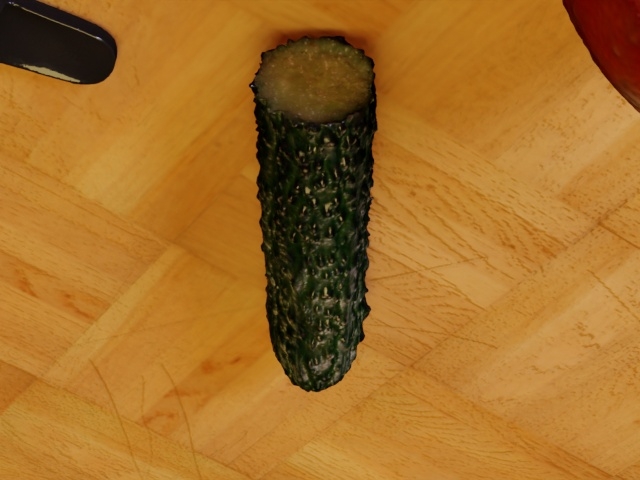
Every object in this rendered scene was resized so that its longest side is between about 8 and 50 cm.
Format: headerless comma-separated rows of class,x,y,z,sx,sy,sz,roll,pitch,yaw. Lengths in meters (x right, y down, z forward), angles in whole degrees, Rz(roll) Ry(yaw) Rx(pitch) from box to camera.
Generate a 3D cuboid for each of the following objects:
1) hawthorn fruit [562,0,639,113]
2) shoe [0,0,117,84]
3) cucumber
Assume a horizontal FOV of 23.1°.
hawthorn fruit,0.255,-0.161,0.867,0.254,0.300,0.254,-14,156,-6
shoe,-0.238,-0.147,1.141,0.179,0.049,0.071,17,136,-10
cucumber,0.000,0.000,1.238,0.096,0.096,0.359,3,140,5
